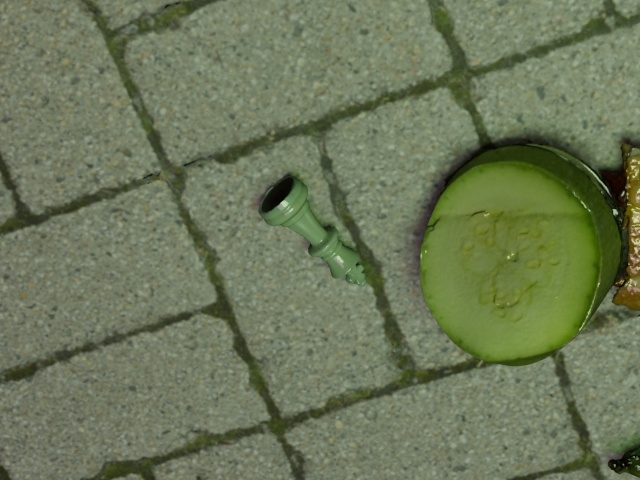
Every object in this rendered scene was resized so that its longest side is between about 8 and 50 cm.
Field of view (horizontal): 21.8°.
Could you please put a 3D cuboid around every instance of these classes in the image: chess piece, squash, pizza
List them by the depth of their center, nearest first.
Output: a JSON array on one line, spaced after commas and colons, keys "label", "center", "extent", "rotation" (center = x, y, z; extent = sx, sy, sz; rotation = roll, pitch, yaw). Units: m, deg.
[{"label": "squash", "center": [0.200, 0.009, 1.732], "extent": [0.220, 0.133, 0.220], "rotation": [8, 109, 25]}, {"label": "pizza", "center": [0.359, -0.022, 1.770], "extent": [0.154, 0.069, 0.194], "rotation": [-21, 106, 12]}, {"label": "chess piece", "center": [0.000, 0.000, 1.799], "extent": [0.059, 0.059, 0.149], "rotation": [-37, 112, 17]}]

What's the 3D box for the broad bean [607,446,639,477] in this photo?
[{"label": "broad bean", "center": [0.433, 0.239, 1.895], "extent": [0.213, 0.048, 0.070], "rotation": [-8, 113, 3]}]
